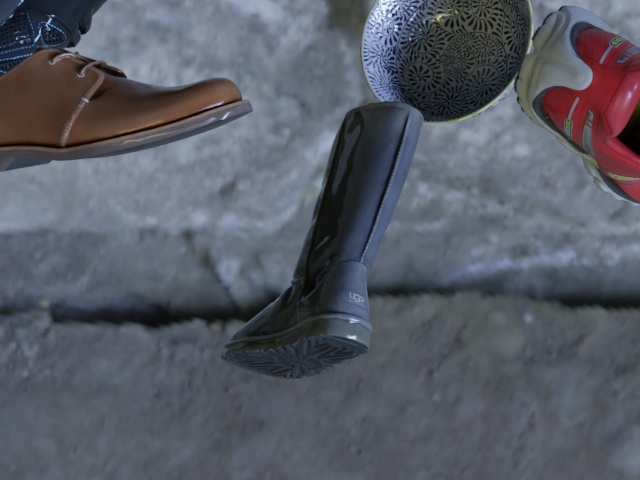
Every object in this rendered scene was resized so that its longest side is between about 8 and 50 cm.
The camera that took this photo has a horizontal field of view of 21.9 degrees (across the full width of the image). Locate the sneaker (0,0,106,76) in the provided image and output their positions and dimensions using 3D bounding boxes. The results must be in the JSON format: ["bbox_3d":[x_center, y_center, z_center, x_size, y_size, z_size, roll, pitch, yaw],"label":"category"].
[{"bbox_3d":[-0.285,-0.181,1.494,0.341,0.140,0.125,-36,28,-33],"label":"sneaker"}]

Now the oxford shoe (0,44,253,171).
[{"bbox_3d":[-0.146,-0.086,1.023,0.212,0.076,0.076,-5,4,16],"label":"oxford shoe"}]

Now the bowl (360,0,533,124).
[{"bbox_3d":[0.130,-0.177,1.542,0.170,0.080,0.170,-8,71,24],"label":"bowl"}]

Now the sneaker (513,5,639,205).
[{"bbox_3d":[0.243,-0.068,1.166,0.279,0.107,0.118,19,12,-48],"label":"sneaker"}]

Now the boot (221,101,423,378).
[{"bbox_3d":[0.001,0.001,1.348,0.076,0.189,0.208,23,64,-35],"label":"boot"}]
